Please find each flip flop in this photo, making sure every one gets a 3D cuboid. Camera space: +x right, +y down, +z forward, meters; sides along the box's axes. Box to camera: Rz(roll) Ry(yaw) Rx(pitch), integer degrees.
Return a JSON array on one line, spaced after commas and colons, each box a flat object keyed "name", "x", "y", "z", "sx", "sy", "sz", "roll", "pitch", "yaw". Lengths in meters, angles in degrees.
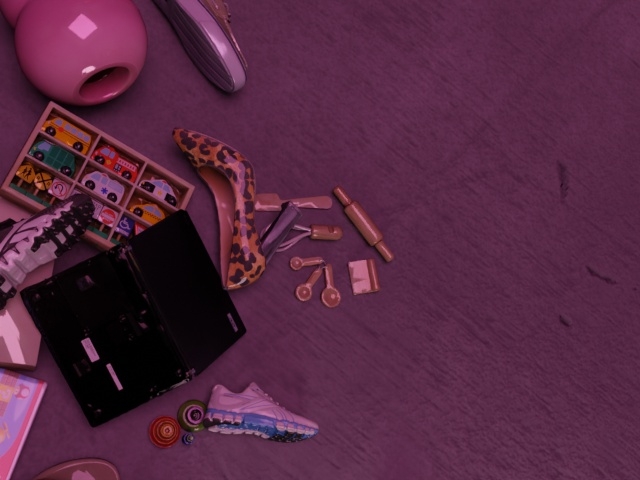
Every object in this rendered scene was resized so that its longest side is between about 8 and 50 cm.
[{"name": "flip flop", "x": -0.410, "y": 0.380, "z": 1.225, "sx": 0.277, "sy": 0.080, "sz": 0.112, "roll": -4, "pitch": 80, "yaw": -34}]

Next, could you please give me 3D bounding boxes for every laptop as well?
[{"name": "laptop", "x": -0.279, "y": 0.113, "z": 1.350, "sx": 0.264, "sy": 0.136, "sz": 0.234, "roll": -26, "pitch": 99, "yaw": -4}]

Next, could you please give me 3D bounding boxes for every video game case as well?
[{"name": "video game case", "x": -0.568, "y": 0.256, "z": 1.254, "sx": 0.285, "sy": 0.025, "sz": 0.204, "roll": 21, "pitch": 69, "yaw": -12}]

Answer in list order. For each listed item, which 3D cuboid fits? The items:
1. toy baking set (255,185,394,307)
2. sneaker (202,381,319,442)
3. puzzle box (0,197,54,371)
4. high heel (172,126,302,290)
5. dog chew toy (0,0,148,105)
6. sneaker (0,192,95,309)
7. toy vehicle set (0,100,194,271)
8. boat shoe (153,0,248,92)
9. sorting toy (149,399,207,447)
[{"name": "toy baking set", "x": 0.006, "y": -0.002, "z": 1.513, "sx": 0.197, "sy": 0.030, "sz": 0.256, "roll": -32, "pitch": 87, "yaw": -23}, {"name": "sneaker", "x": -0.089, "y": 0.268, "z": 1.389, "sx": 0.191, "sy": 0.071, "sz": 0.083, "roll": 16, "pitch": 54, "yaw": -20}, {"name": "puzzle box", "x": -0.602, "y": 0.031, "z": 1.274, "sx": 0.409, "sy": 0.052, "sz": 0.272, "roll": 11, "pitch": 68, "yaw": -17}, {"name": "high heel", "x": -0.175, "y": -0.052, "z": 1.419, "sx": 0.261, "sy": 0.093, "sz": 0.186, "roll": 39, "pitch": 67, "yaw": -8}, {"name": "dog chew toy", "x": -0.418, "y": -0.380, "z": 1.396, "sx": 0.207, "sy": 0.206, "sz": 0.332, "roll": -26, "pitch": 76, "yaw": -23}, {"name": "sneaker", "x": -0.437, "y": 0.000, "z": 1.260, "sx": 0.106, "sy": 0.078, "sz": 0.234, "roll": 36, "pitch": 71, "yaw": 24}, {"name": "toy vehicle set", "x": -0.345, "y": -0.079, "z": 1.372, "sx": 0.267, "sy": 0.035, "sz": 0.166, "roll": 31, "pitch": 62, "yaw": -24}, {"name": "boat shoe", "x": -0.206, "y": -0.396, "z": 1.514, "sx": 0.094, "sy": 0.109, "sz": 0.302, "roll": -32, "pitch": 84, "yaw": -25}, {"name": "sorting toy", "x": -0.213, "y": 0.287, "z": 1.353, "sx": 0.102, "sy": 0.042, "sz": 0.061, "roll": -28, "pitch": 85, "yaw": -23}]
